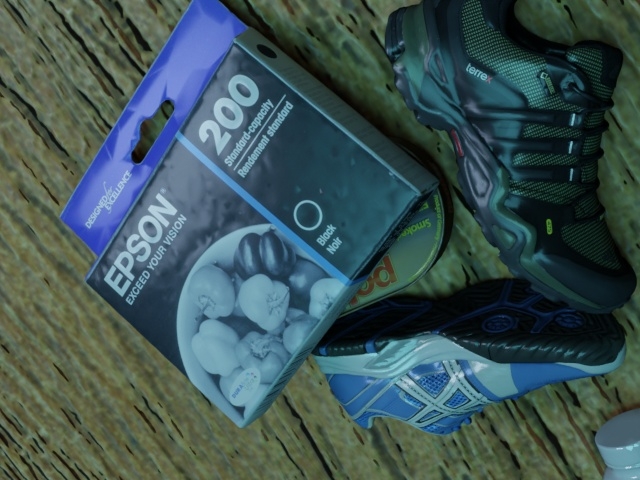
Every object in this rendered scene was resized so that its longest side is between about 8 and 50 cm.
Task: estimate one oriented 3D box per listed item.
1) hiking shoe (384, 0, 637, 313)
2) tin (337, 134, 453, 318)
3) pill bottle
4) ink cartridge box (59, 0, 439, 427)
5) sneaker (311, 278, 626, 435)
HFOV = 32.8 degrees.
[{"bbox_3d":[0.136,-0.061,0.640,0.114,0.086,0.227,-32,97,29],"label":"hiking shoe"},{"bbox_3d":[0.000,0.000,0.725,0.189,0.040,0.106,-24,86,25],"label":"tin"},{"bbox_3d":[0.225,0.171,0.714,0.065,0.065,0.116,-22,103,24],"label":"pill bottle"},{"bbox_3d":[-0.064,-0.022,0.705,0.208,0.045,0.206,41,113,13],"label":"ink cartridge box"},{"bbox_3d":[0.098,0.080,0.719,0.211,0.080,0.081,-6,115,30],"label":"sneaker"}]
